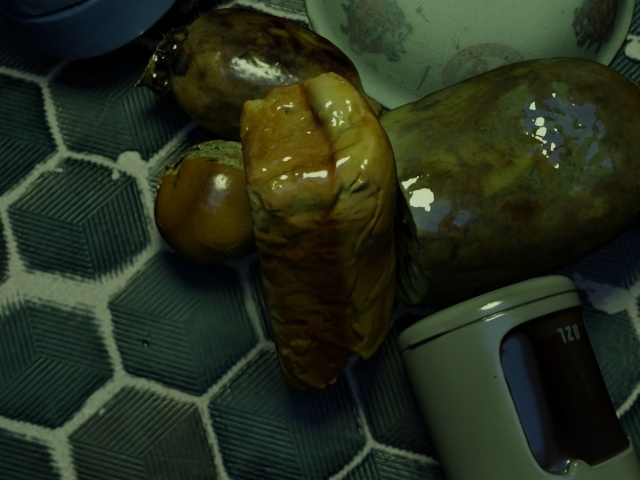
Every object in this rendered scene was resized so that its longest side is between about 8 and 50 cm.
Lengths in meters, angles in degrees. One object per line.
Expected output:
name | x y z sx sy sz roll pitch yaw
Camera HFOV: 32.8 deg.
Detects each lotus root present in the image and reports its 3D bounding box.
lotus root | 0.222 -0.073 1.226 0.346 0.250 0.250 -22 79 -10
lotus root | -0.060 -0.191 1.294 0.314 0.141 0.169 15 38 -3

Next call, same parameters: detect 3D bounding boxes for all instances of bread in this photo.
bread | 0.005 -0.003 1.160 0.149 0.344 0.195 -9 47 -3

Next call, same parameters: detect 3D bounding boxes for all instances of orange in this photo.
orange | -0.121 -0.044 1.272 0.134 0.156 0.156 37 77 -36

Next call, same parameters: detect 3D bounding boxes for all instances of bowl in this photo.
bowl | 0.192 -0.365 1.316 0.435 0.196 0.435 0 78 -1

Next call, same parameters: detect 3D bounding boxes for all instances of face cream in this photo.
face cream | -0.302 -0.371 1.260 0.249 0.225 0.249 -13 57 20

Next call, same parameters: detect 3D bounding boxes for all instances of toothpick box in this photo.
toothpick box | 0.220 0.219 1.191 0.229 0.229 0.316 -18 80 -4

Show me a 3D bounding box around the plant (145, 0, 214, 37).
plant | -0.175 -0.314 1.366 0.174 0.087 0.085 -23 114 -8
